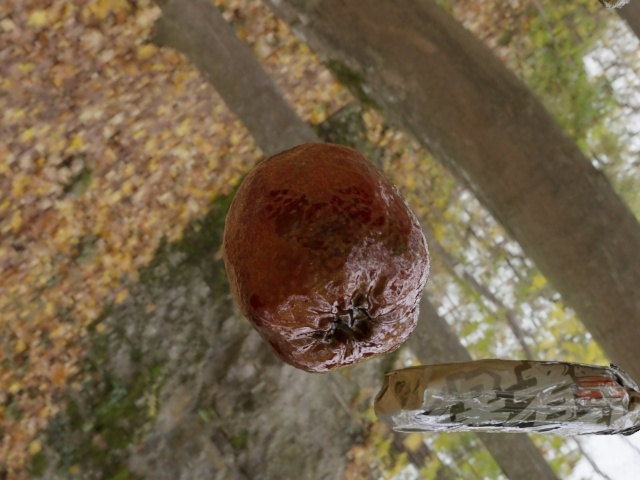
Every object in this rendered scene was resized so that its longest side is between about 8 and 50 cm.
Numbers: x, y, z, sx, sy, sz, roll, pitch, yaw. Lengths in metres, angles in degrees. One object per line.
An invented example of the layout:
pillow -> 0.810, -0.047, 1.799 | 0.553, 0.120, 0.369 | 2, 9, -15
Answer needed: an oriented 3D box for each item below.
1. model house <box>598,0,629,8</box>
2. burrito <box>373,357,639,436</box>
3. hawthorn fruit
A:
model house -> 0.269, -0.319, 0.837 | 0.173, 0.239, 0.268 | 40, -69, 47
burrito -> 0.300, 0.225, 1.481 | 0.445, 0.101, 0.139 | 3, 146, -8
hawthorn fruit -> 0.000, 0.000, 1.012 | 0.205, 0.205, 0.253 | -33, -141, 14
